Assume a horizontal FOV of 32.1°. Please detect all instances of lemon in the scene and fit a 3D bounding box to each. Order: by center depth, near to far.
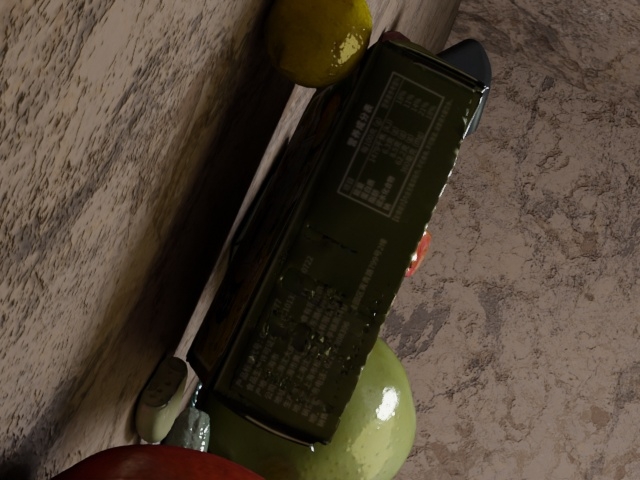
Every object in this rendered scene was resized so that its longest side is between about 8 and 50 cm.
[{"bbox_3d":[-0.002,-0.215,1.134,0.133,0.109,0.109,-57,171,-25],"label":"lemon"}]

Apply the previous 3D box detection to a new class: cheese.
[{"bbox_3d":[-0.205,0.228,1.402,0.192,0.037,0.097,107,10,-48],"label":"cheese"}]

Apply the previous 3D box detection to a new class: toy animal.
[{"bbox_3d":[-0.193,0.269,1.645,0.079,0.070,0.253,-24,-139,41],"label":"toy animal"}]

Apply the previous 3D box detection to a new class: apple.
[{"bbox_3d":[-0.027,0.293,1.855,0.357,0.357,0.357,23,90,-85],"label":"apple"}]

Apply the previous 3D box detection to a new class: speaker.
[{"bbox_3d":[0.205,-0.220,2.178,0.388,0.184,0.180,-31,153,-28],"label":"speaker"}]

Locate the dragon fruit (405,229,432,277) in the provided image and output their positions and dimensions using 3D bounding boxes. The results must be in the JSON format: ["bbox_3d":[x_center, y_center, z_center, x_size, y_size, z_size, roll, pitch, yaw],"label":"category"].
[{"bbox_3d":[0.077,-0.007,1.903,0.305,0.226,0.305,-48,169,-13],"label":"dragon fruit"}]

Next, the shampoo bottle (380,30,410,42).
[{"bbox_3d":[0.123,-0.306,2.217,0.236,0.068,0.067,109,4,-45],"label":"shampoo bottle"}]

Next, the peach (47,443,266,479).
[{"bbox_3d":[-0.141,0.351,0.951,0.388,0.388,0.388,23,90,-85],"label":"peach"}]

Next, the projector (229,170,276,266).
[{"bbox_3d":[-0.005,-0.017,1.592,0.163,0.177,0.242,108,9,-60],"label":"projector"}]

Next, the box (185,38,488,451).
[{"bbox_3d":[0.000,0.000,1.285,0.420,0.138,0.373,-64,-170,-5],"label":"box"}]
